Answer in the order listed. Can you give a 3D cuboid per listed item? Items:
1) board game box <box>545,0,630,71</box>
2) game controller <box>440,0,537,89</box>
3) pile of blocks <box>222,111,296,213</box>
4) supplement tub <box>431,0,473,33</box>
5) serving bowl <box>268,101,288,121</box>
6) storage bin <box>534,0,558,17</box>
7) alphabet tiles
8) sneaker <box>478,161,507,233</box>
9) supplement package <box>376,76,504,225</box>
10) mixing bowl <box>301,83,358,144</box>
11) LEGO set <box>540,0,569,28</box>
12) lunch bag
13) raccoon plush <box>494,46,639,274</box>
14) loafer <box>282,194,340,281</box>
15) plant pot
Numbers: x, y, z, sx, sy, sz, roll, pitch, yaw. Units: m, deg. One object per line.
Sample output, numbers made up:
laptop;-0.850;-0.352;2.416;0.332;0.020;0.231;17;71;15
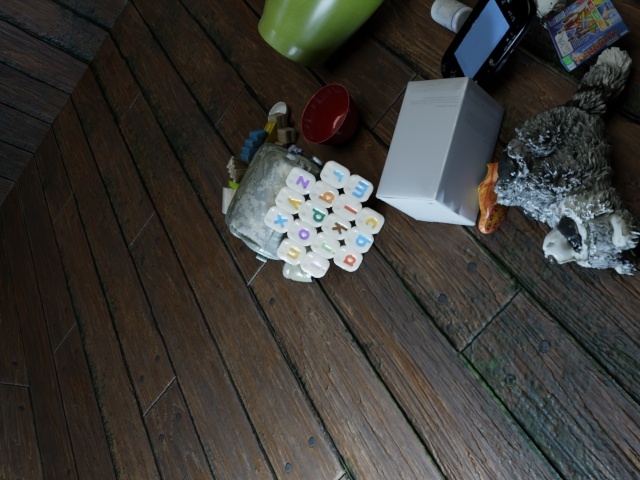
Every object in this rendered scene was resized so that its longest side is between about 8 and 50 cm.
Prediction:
board game box;0.564;-0.456;1.388;0.136;0.035;0.201;-33;29;31
game controller;0.384;-0.465;1.518;0.319;0.067;0.166;122;146;-52
pile of blocks;-0.185;-0.232;1.998;0.112;0.149;0.362;22;89;47
supplement tub;0.345;-0.585;1.686;0.071;0.071;0.107;-53;44;14
serving bowl;-0.131;-0.405;2.104;0.083;0.027;0.083;-20;60;38
storage bin;0.452;-0.687;1.495;0.123;0.260;0.262;-36;49;6
alphabet tiles;0.010;-0.053;1.669;0.284;0.278;0.021;-60;11;6
sneaker;0.382;-0.093;1.454;0.067;0.064;0.175;3;64;42
supplement package;0.280;-0.204;1.511;0.175;0.177;0.293;8;79;45
mixing bowl;0.042;-0.345;1.860;0.181;0.098;0.181;-18;62;38
LEGO set;0.542;-0.526;1.493;0.083;0.054;0.023;-29;16;32
lunch bag;-0.109;-0.107;1.778;0.305;0.212;0.256;-61;23;5
raccoon plush;0.543;-0.154;1.230;0.299;0.216;0.446;37;100;38
loafer;0.000;0.000;1.764;0.092;0.102;0.268;30;88;13
plant pot;-0.005;-0.719;1.917;0.353;0.366;0.366;-54;44;30
